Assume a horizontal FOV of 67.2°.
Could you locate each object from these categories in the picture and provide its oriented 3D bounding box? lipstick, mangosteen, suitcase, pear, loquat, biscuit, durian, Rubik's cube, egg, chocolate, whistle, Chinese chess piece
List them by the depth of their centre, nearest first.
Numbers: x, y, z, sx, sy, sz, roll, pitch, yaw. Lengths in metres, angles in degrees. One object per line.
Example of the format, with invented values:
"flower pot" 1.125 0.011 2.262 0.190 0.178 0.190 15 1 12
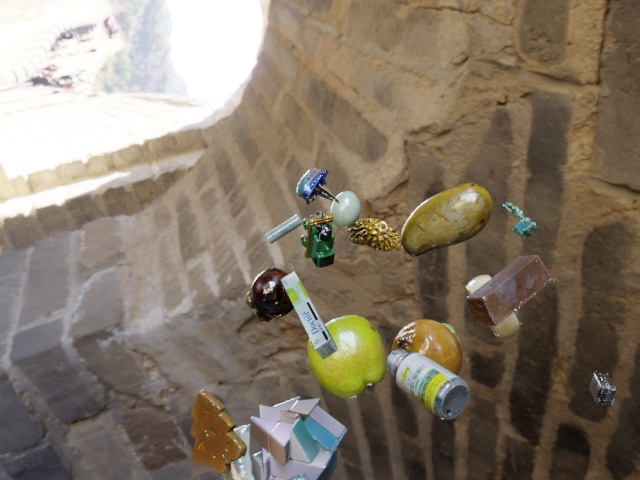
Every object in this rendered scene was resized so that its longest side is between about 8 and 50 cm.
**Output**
"chocolate" 0.630 0.158 1.605 0.111 0.321 0.112 63 -24 -5
"biscuit" -0.384 0.691 1.754 0.278 0.043 0.301 -18 -97 33
"suitcase" 1.035 0.543 1.767 0.126 0.059 0.085 -46 143 -69
"mangosteen" -0.184 0.206 1.861 0.210 0.210 0.209 161 -90 -77
"Rubik's cube" -0.097 0.839 1.963 0.387 0.369 0.357 -23 115 -67
"lipstick" -0.149 -0.046 1.973 0.048 0.158 0.048 56 8 -12
"Chinese chess piece" 0.708 0.268 1.976 0.269 0.112 0.270 56 9 -13
"loquat" 0.467 0.509 2.146 0.328 0.329 0.328 161 -90 -77
"pear" 0.127 0.556 2.273 0.391 0.392 0.390 161 -90 -77
"whistle" 0.633 0.504 2.404 0.131 0.106 0.288 6 -38 37
"egg" 0.127 -0.153 2.418 0.149 0.150 0.192 153 -45 -77
"durian" 0.259 -0.024 2.518 0.342 0.112 0.191 14 -33 40

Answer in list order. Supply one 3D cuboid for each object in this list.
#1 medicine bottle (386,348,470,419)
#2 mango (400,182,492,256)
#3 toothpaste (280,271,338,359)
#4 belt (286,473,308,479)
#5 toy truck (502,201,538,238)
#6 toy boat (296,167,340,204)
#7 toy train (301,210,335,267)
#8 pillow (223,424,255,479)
"medicine bottle" 0.346 0.466 1.613 0.293 0.142 0.141 24 -47 58
"mango" 0.416 -0.071 1.626 0.176 0.330 0.176 15 57 -57
"toothpaste" -0.042 0.246 1.632 0.081 0.067 0.336 58 -1 -44
"belt" -0.077 0.818 1.587 0.302 0.088 0.072 100 -29 -66
"toy truck" 0.783 -0.084 1.928 0.067 0.081 0.175 29 22 -39
"toy boat" 0.001 -0.122 1.187 0.091 0.110 0.175 -64 176 20
"toy train" 0.000 0.000 1.635 0.227 0.091 0.136 100 -31 -48
"pillow" -0.327 0.882 1.934 0.078 0.145 0.253 58 19 -61
